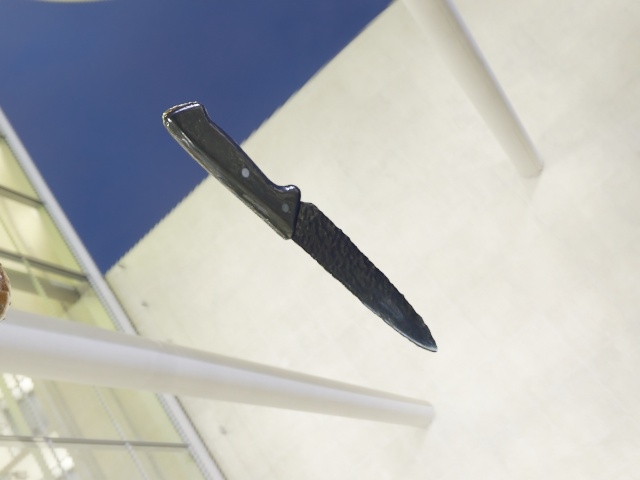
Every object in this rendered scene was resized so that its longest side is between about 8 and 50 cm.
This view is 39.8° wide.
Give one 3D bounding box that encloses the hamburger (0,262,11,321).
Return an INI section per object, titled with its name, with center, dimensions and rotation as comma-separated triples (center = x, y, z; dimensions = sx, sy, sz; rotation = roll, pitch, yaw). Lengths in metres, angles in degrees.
[hamburger]
center = -0.433, 0.047, 0.949
dimensions = 0.185, 0.177, 0.113
rotation = 49, -56, 6

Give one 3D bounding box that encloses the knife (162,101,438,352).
[knife]
center = 0.000, 0.000, 0.365
dimensions = 0.010, 0.170, 0.023
rotation = -8, -133, 47
